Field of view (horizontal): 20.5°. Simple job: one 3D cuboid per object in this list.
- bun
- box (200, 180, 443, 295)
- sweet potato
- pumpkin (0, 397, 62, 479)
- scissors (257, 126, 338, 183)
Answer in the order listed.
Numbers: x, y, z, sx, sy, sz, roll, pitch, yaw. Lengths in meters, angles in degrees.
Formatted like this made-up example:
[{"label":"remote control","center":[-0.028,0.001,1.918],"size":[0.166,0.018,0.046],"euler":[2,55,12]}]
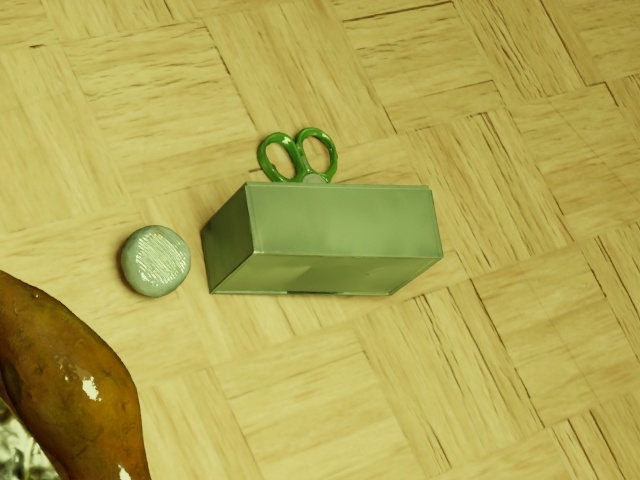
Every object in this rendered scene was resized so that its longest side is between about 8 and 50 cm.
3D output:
[{"label":"bun","center":[-0.176,0.023,1.859],"size":[0.083,0.045,0.083],"euler":[14,60,-26]},{"label":"box","center":[0.000,0.000,1.915],"size":[0.225,0.129,0.086],"euler":[1,69,-26]},{"label":"sweet potato","center":[-0.235,0.150,1.704],"size":[0.112,0.112,0.359],"euler":[-37,93,-42]},{"label":"pumpkin","center":[-0.351,0.208,1.594],"size":[0.163,0.111,0.278],"euler":[-37,90,-37]},{"label":"scissors","center":[-0.001,-0.034,2.024],"size":[0.101,0.027,0.204],"euler":[-11,72,-32]}]
